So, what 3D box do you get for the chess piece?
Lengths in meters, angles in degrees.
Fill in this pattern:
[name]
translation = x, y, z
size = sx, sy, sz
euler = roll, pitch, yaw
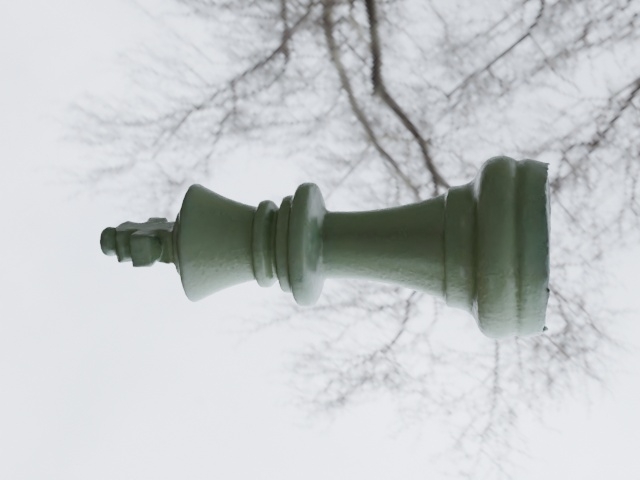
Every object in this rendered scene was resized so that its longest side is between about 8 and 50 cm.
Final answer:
[chess piece]
translation = 0.000, 0.000, 0.401
size = 0.149, 0.059, 0.059
euler = 2, -119, 11
